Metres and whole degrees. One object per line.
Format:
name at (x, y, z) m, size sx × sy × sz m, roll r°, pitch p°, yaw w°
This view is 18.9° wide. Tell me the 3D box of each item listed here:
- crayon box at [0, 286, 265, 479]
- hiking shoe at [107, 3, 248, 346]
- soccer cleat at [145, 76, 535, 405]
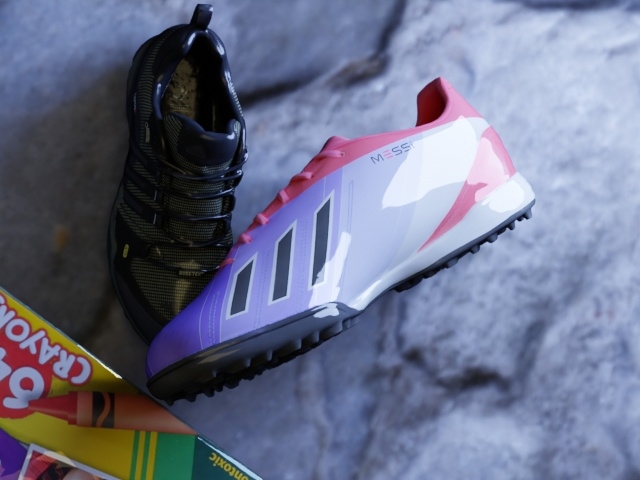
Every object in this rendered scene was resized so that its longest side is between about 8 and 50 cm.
crayon box at (-0.264, 0.177, 1.153) m, size 0.363 × 0.106 × 0.313 m, roll 37°, pitch 67°, yaw -7°
hiking shoe at (-0.092, -0.036, 1.245) m, size 0.086 × 0.114 × 0.226 m, roll -1°, pitch 80°, yaw -13°
soccer cleat at (0.000, 0.000, 1.242) m, size 0.318 × 0.109 × 0.116 m, roll -29°, pitch 89°, yaw -32°
